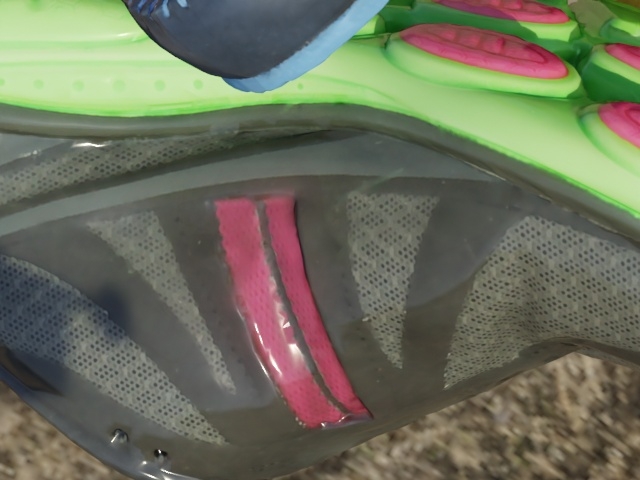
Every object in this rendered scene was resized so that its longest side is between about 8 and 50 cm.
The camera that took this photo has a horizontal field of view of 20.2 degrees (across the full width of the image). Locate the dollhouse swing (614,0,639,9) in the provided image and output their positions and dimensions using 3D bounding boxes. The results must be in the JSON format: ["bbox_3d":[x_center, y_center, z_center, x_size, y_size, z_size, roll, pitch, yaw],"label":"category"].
[{"bbox_3d":[0.312,-0.250,0.767,0.315,0.305,0.346,112,172,-55],"label":"dollhouse swing"}]

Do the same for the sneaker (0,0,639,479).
[{"bbox_3d":[0.000,0.000,0.699,0.483,0.185,0.202,11,114,17],"label":"sneaker"}]

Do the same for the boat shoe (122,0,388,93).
[{"bbox_3d":[0.011,-0.161,0.385,0.109,0.089,0.258,16,81,54],"label":"boat shoe"}]
